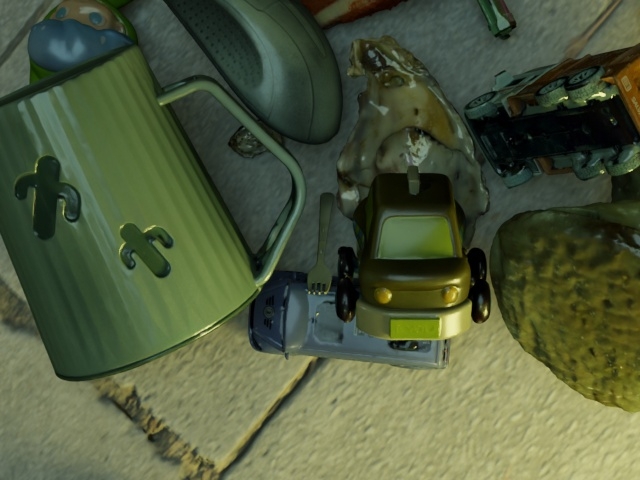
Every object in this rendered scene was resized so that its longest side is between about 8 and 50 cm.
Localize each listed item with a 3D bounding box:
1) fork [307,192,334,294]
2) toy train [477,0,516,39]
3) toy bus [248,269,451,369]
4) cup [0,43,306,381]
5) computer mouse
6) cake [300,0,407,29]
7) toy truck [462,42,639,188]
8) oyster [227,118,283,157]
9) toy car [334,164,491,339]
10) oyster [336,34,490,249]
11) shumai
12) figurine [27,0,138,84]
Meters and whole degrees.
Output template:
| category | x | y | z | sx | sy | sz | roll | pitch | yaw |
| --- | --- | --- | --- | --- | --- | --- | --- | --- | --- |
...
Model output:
| category | x | y | z | sx | sy | sz | roll | pitch | yaw |
| --- | --- | --- | --- | --- | --- | --- | --- | --- | --- |
| fork | 0.001 | 0.005 | 1.836 | 0.034 | 0.219 | 0.028 | -4 | 132 | 8 |
| toy train | 0.232 | -0.353 | 1.847 | 0.038 | 0.071 | 0.148 | -26 | 85 | 8 |
| toy bus | 0.036 | 0.113 | 1.842 | 0.292 | 0.133 | 0.125 | 5 | 90 | 10 |
| cup | -0.250 | -0.055 | 1.784 | 0.401 | 0.310 | 0.392 | -31 | 106 | -29 |
| computer mouse | -0.088 | -0.299 | 1.840 | 0.371 | 0.188 | 0.122 | 48 | 117 | 10 |
| cake | 0.049 | -0.392 | 1.836 | 0.262 | 0.159 | 0.158 | -21 | 89 | 10 |
| toy truck | 0.337 | -0.172 | 1.716 | 0.162 | 0.305 | 0.136 | -39 | 107 | -27 |
| oyster | -0.097 | -0.149 | 1.928 | 0.083 | 0.019 | 0.054 | -12 | 88 | 7 |
| toy car | 0.121 | -0.003 | 1.707 | 0.204 | 0.248 | 0.198 | 0 | 117 | 2 |
| oyster | 0.121 | -0.125 | 1.849 | 0.275 | 0.100 | 0.271 | 25 | 94 | -10 |
| shumai | 0.420 | 0.036 | 1.764 | 0.292 | 0.288 | 0.330 | -5 | 120 | 36 |
| figurine | -0.337 | -0.321 | 1.921 | 0.162 | 0.143 | 0.263 | 13 | 74 | 6 |
